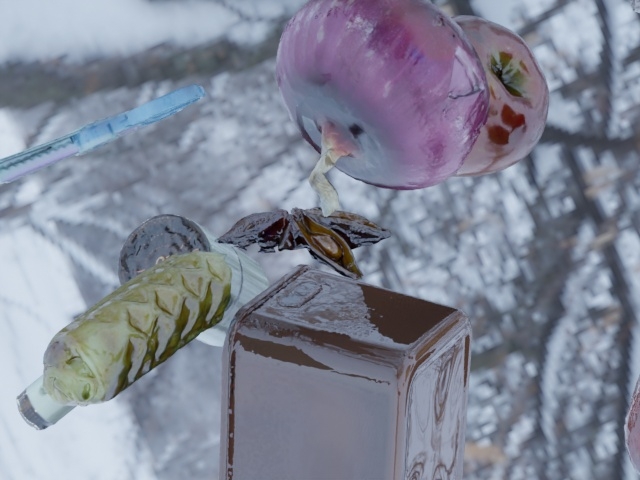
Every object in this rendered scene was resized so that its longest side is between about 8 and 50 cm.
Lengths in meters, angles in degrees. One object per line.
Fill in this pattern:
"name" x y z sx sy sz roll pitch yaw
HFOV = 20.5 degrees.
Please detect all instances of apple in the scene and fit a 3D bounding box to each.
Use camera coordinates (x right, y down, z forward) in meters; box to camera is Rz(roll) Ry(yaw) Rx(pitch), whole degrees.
"apple" 0.188 -0.184 2.381 0.230 0.230 0.230 156 -90 -84

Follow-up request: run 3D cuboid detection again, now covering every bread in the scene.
"bread" -0.189 0.091 1.818 0.269 0.098 0.087 -36 111 -53

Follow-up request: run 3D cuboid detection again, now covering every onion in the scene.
"onion" 0.046 -0.118 1.378 0.177 0.153 0.177 30 -49 42

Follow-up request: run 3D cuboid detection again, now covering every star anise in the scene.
"star anise" 0.001 -0.004 1.985 0.157 0.212 0.054 18 -72 29

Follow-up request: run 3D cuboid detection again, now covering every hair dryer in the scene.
"hair dryer" -0.246 0.124 2.210 0.128 0.362 0.203 54 8 24

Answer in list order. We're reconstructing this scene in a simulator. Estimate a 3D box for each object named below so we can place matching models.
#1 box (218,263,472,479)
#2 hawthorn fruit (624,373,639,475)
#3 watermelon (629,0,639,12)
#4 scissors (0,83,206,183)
"box" 0.032 0.231 2.106 0.239 0.229 0.339 -33 130 -57
"hawthorn fruit" 0.502 0.207 2.138 0.300 0.275 0.275 82 -15 -44
"watermelon" 0.393 -0.294 1.946 0.187 0.139 0.071 39 35 6
"scissors" -0.248 -0.117 1.961 0.125 0.256 0.030 -18 -83 61
